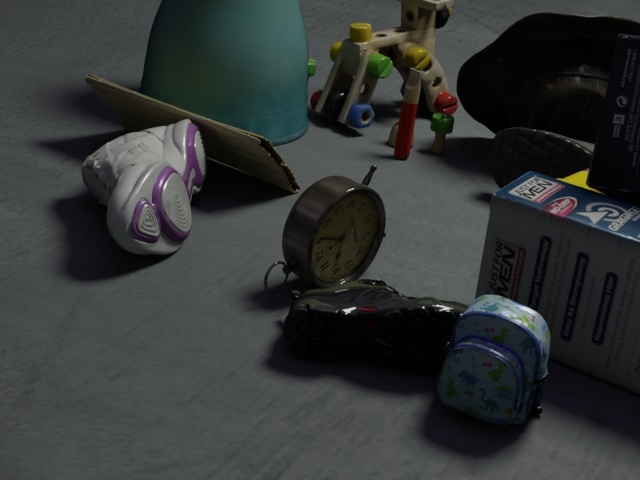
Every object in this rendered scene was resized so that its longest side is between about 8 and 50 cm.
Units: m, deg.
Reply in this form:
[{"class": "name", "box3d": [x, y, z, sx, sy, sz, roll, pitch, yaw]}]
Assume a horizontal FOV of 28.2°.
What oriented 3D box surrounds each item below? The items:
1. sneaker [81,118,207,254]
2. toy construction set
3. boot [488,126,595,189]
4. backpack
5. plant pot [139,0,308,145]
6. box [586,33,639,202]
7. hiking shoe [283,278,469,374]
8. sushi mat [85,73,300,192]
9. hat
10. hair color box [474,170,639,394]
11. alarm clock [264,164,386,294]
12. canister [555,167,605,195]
[{"class": "sneaker", "box3d": [-0.232, -0.057, 1.579, 0.152, 0.114, 0.305, -7, 21, 8]}, {"class": "toy construction set", "box3d": [0.122, -0.292, 2.015, 0.257, 0.237, 0.309, 1, 26, -15]}, {"class": "boot", "box3d": [0.420, -0.087, 1.841, 0.338, 0.118, 0.223, 22, 20, 14]}, {"class": "backpack", "box3d": [0.172, 0.120, 1.262, 0.105, 0.114, 0.084, 19, 26, 21]}, {"class": "plant pot", "box3d": [-0.137, -0.309, 1.950, 0.271, 0.255, 0.271, 7, 24, -3]}, {"class": "box", "box3d": [0.514, -0.105, 1.492, 0.312, 0.179, 0.343, 13, 2, 24]}, {"class": "hiking shoe", "box3d": [0.076, 0.077, 1.363, 0.227, 0.086, 0.114, 6, 27, -1]}, {"class": "sushi mat", "box3d": [-0.177, -0.148, 1.761, 0.316, 0.019, 0.151, 22, -17, 29]}, {"class": "hat", "box3d": [0.366, -0.199, 1.921, 0.331, 0.331, 0.134, 5, 62, -7]}, {"class": "hair color box", "box3d": [0.345, 0.063, 1.368, 0.347, 0.174, 0.105, 21, 29, 27]}, {"class": "alarm clock", "box3d": [0.000, 0.000, 1.473, 0.064, 0.129, 0.192, 24, 49, 35]}, {"class": "canister", "box3d": [0.333, -0.029, 1.633, 0.073, 0.126, 0.170, 23, 26, 31]}]
